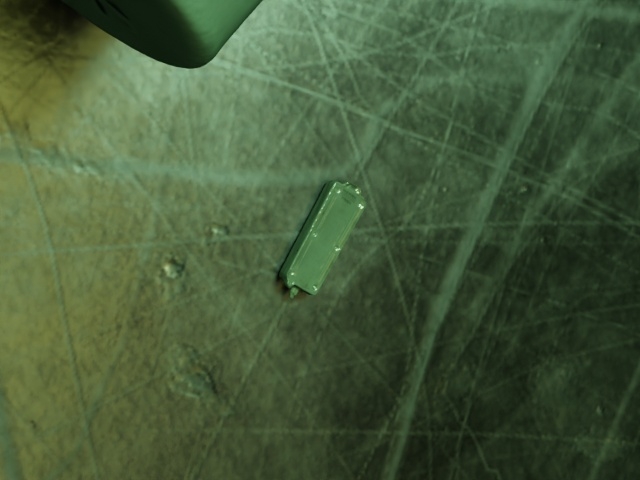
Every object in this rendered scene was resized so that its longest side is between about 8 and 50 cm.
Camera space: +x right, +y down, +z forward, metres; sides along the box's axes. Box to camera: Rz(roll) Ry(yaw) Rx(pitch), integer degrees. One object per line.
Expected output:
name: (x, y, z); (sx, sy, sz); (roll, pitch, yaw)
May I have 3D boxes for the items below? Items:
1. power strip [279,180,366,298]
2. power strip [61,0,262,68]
power strip: (0.000, 0.000, 1.116); (0.027, 0.017, 0.083); (31, 84, -20)
power strip: (-0.137, -0.253, 0.858); (0.357, 0.357, 0.161); (42, 83, -19)
